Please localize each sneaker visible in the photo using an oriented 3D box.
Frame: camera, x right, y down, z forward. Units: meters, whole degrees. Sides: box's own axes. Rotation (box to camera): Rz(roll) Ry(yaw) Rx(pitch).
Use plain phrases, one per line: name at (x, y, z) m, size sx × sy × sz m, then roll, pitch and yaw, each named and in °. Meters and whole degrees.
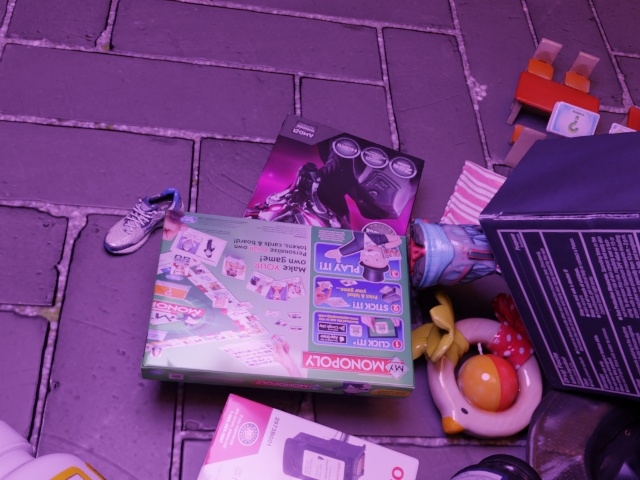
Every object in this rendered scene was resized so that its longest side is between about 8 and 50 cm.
sneaker at (-0.254, -0.034, 1.021) m, size 0.052 × 0.058 × 0.135 m, roll 40°, pitch 58°, yaw 15°
sneaker at (0.184, 0.025, 0.981) m, size 0.125 × 0.262 × 0.104 m, roll 2°, pitch 94°, yaw 6°

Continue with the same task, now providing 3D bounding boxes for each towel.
towel at (0.277, -0.041, 1.166) m, size 0.144 × 0.029 × 0.197 m, roll 25°, pitch 54°, yaw 4°

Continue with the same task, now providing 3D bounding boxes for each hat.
hat at (0.431, 0.284, 0.892) m, size 0.332 × 0.134 × 0.331 m, roll -16°, pitch 47°, yaw 18°

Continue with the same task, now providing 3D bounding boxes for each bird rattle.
bird rattle at (0.225, 0.167, 0.985) m, size 0.254 × 0.143 × 0.206 m, roll 4°, pitch 66°, yaw -26°

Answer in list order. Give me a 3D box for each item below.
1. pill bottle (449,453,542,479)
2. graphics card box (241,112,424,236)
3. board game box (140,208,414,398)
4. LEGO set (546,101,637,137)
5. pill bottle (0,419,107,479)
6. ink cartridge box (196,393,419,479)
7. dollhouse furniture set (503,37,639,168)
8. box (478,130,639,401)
pill bottle at (0.178, 0.325, 0.795) m, size 0.123 × 0.122 × 0.219 m, roll 44°, pitch 28°, yaw 17°
graphics card box at (0.000, 0.000, 1.036) m, size 0.233 × 0.094 × 0.370 m, roll 20°, pitch 53°, yaw 1°
board game box at (-0.046, 0.077, 0.890) m, size 0.318 × 0.046 × 0.213 m, roll 7°, pitch 59°, yaw -8°
LEGO set at (0.465, -0.101, 1.163) m, size 0.244 × 0.182 × 0.060 m, roll 16°, pitch 9°, yaw -14°
pill bottle at (-0.246, 0.333, 0.694) m, size 0.334 × 0.188 × 0.188 m, roll 36°, pitch 56°, yaw 13°
ink cartridge box at (-0.024, 0.303, 0.817) m, size 0.237 × 0.100 × 0.171 m, roll 19°, pitch 55°, yaw 0°
dollhouse furniture set at (0.472, -0.231, 1.275) m, size 0.259 × 0.135 × 0.262 m, roll 21°, pitch 54°, yaw 2°
box at (0.390, 0.034, 0.833) m, size 0.294 × 0.296 × 0.182 m, roll 1°, pitch 39°, yaw 45°
